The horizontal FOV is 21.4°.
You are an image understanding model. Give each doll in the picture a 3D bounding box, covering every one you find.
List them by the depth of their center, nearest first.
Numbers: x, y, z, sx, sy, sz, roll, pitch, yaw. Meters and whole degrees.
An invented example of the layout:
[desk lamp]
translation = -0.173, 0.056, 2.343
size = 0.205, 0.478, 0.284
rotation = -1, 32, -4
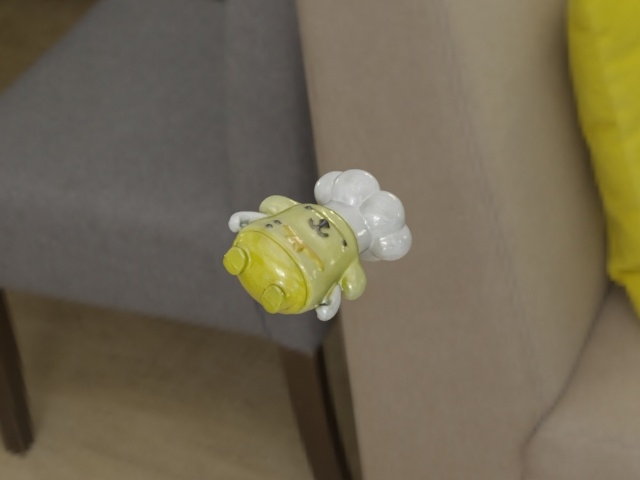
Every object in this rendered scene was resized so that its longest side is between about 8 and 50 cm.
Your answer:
[doll]
translation = 0.000, 0.000, 1.243
size = 0.106, 0.062, 0.162
rotation = 45, 44, 13
